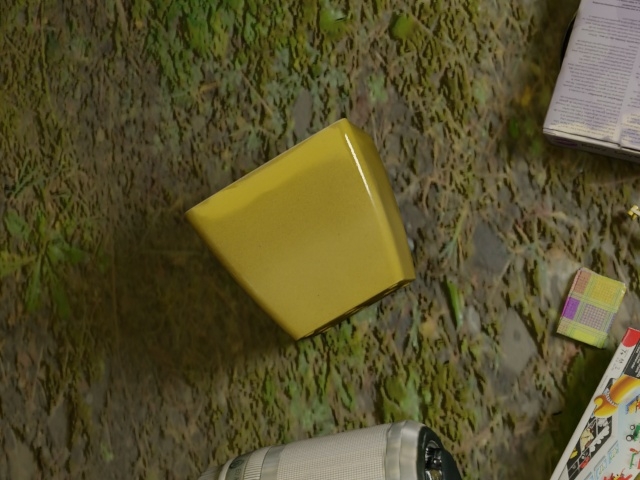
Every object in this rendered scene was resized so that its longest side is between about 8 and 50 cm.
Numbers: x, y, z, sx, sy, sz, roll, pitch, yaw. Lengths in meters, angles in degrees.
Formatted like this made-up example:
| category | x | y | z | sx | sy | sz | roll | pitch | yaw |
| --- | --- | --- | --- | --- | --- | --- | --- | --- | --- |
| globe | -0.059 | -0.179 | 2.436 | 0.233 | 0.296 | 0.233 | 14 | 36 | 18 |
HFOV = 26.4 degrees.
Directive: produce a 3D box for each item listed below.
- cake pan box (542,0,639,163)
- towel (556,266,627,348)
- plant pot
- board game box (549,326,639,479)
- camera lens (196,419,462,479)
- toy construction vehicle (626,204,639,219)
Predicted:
| category | x | y | z | sx | sy | sz | roll | pitch | yaw |
| --- | --- | --- | --- | --- | --- | --- | --- | --- | --- |
| cake pan box | 0.406 | -0.206 | 1.581 | 0.266 | 0.070 | 0.246 | 13 | 80 | 19 |
| towel | 0.312 | 0.077 | 1.575 | 0.060 | 0.009 | 0.083 | 20 | 85 | 19 |
| plant pot | 0.000 | 0.000 | 1.595 | 0.212 | 0.212 | 0.187 | -31 | 84 | 8 |
| board game box | 0.350 | 0.255 | 1.437 | 0.193 | 0.053 | 0.305 | 18 | 67 | 33 |
| camera lens | 0.019 | 0.323 | 1.496 | 0.274 | 0.219 | 0.219 | -13 | 74 | 14 |
| toy construction vehicle | 0.411 | -0.029 | 1.555 | 0.098 | 0.035 | 0.086 | 43 | 92 | 21 |
